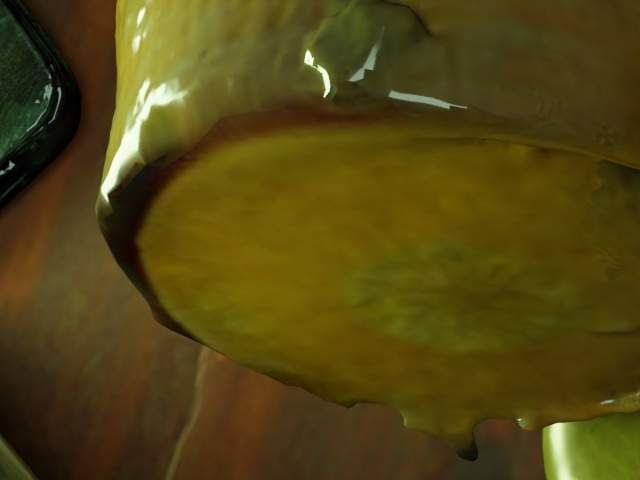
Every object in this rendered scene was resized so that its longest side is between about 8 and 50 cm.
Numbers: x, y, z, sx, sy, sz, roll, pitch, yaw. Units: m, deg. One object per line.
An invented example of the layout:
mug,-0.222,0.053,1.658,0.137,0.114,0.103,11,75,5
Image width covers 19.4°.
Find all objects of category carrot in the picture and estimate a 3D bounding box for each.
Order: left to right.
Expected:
carrot,0.038,-0.129,0.597,0.224,0.224,0.340,-4,60,20

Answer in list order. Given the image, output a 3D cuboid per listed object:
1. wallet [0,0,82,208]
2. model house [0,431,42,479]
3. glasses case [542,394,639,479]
wallet,-0.243,-0.126,0.824,0.172,0.045,0.318,-40,75,14
model house,-0.263,0.160,0.752,0.244,0.169,0.326,41,97,26
glasses case,0.257,0.024,0.574,0.371,0.141,0.173,-38,51,14
